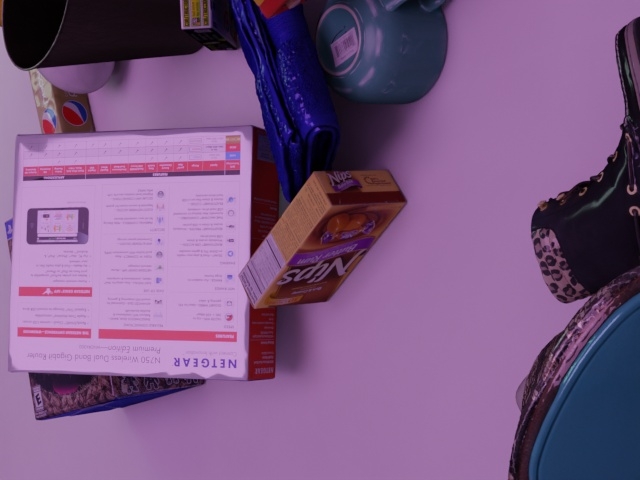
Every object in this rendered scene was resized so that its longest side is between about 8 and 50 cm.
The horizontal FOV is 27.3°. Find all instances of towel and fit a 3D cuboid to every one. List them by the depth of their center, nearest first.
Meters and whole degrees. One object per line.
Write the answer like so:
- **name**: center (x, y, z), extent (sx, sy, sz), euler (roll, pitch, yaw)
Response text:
- **towel**: center (-0.054, -0.202, 1.462), extent (0.227, 0.076, 0.308), euler (94, 161, -69)

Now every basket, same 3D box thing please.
- **basket**: center (-0.259, -0.304, 1.663), extent (0.154, 0.227, 0.204), euler (58, 134, 30)

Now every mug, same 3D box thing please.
- **mug**: center (0.058, -0.221, 1.384), extent (0.129, 0.097, 0.157), euler (34, 119, 45)

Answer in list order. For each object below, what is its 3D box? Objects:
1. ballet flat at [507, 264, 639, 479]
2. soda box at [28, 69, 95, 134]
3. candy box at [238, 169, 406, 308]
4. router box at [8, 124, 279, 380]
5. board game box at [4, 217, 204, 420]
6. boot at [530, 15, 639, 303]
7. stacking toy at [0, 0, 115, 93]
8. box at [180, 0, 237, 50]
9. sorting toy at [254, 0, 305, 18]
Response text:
- **ballet flat**: center (0.228, 0.227, 1.185), extent (0.182, 0.164, 0.482), euler (-124, 39, -70)
- **soda box**: center (-0.384, -0.203, 1.958), extent (0.061, 0.058, 0.181), euler (-29, 71, 48)
- **candy box**: center (0.000, 0.000, 1.464), extent (0.186, 0.109, 0.053), euler (-52, 55, 40)
- **router box**: center (-0.220, 0.017, 1.615), extent (0.335, 0.082, 0.301), euler (0, 87, 22)
- **board game box**: center (-0.302, 0.083, 1.813), extent (0.232, 0.141, 0.291), euler (-22, 76, 49)
- **boot**: center (0.255, -0.062, 1.159), extent (0.179, 0.085, 0.236), euler (-17, 86, 48)
- **stacking toy**: center (-0.426, -0.425, 1.867), extent (0.350, 0.351, 0.480), euler (-38, 82, 45)
- **box**: center (-0.131, -0.292, 1.557), extent (0.207, 0.036, 0.114), euler (-14, -78, -85)
- **sorting toy**: center (0.042, -0.340, 1.291), extent (0.089, 0.257, 0.255), euler (53, 137, 3)
